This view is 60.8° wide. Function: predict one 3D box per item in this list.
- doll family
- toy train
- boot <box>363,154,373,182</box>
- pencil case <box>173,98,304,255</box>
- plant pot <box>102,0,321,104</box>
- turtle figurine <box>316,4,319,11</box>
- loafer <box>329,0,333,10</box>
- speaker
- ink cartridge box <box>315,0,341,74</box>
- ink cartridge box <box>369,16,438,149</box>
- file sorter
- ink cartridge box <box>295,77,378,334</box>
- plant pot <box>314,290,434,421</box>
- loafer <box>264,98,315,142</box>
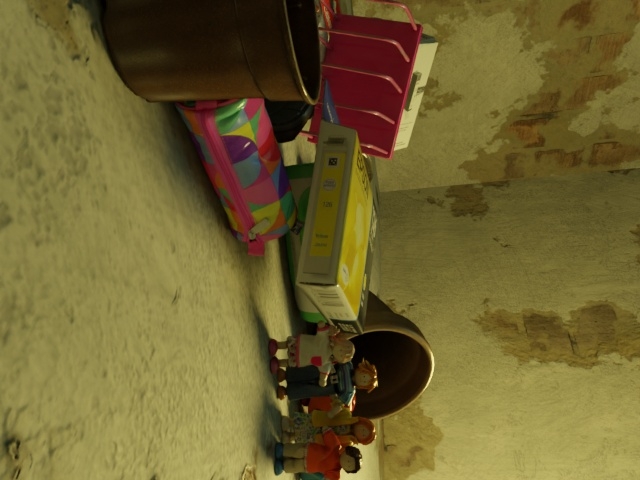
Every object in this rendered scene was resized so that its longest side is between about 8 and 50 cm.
[{"bbox_3d":[0.014,0.260,0.896,0.118,0.163,0.263,18,68,-79],"label":"doll family"},{"bbox_3d":[-0.004,0.324,0.993,0.143,0.105,0.248,-58,144,-51],"label":"toy train"},{"bbox_3d":[0.085,-0.282,1.597,0.377,0.138,0.284,65,23,-71],"label":"boot"},{"bbox_3d":[-0.093,-0.094,0.661,0.236,0.104,0.104,73,16,-45],"label":"pencil case"},{"bbox_3d":[-0.095,-0.199,0.502,0.167,0.165,0.167,-5,90,-80],"label":"plant pot"},{"bbox_3d":[-0.058,-0.427,0.921,0.269,0.087,0.217,39,50,-57],"label":"turtle figurine"},{"bbox_3d":[-0.038,-0.574,1.250,0.087,0.094,0.251,-60,159,-12],"label":"loafer"},{"bbox_3d":[0.000,0.000,1.046,0.131,0.131,0.296,-47,132,-76],"label":"speaker"},{"bbox_3d":[0.012,-0.468,1.266,0.232,0.066,0.189,-60,159,-14],"label":"ink cartridge box"},{"bbox_3d":[0.144,-0.382,1.337,0.114,0.197,0.273,-23,136,-44],"label":"ink cartridge box"},{"bbox_3d":[0.068,-0.339,1.139,0.182,0.202,0.291,-9,113,-70],"label":"file sorter"},{"bbox_3d":[0.043,-0.034,0.851,0.303,0.072,0.307,60,38,-66],"label":"ink cartridge box"},{"bbox_3d":[0.081,0.220,1.183,0.229,0.263,0.263,-114,-169,-58],"label":"plant pot"},{"bbox_3d":[-0.049,-0.265,0.963,0.095,0.109,0.302,80,8,-49],"label":"loafer"}]
